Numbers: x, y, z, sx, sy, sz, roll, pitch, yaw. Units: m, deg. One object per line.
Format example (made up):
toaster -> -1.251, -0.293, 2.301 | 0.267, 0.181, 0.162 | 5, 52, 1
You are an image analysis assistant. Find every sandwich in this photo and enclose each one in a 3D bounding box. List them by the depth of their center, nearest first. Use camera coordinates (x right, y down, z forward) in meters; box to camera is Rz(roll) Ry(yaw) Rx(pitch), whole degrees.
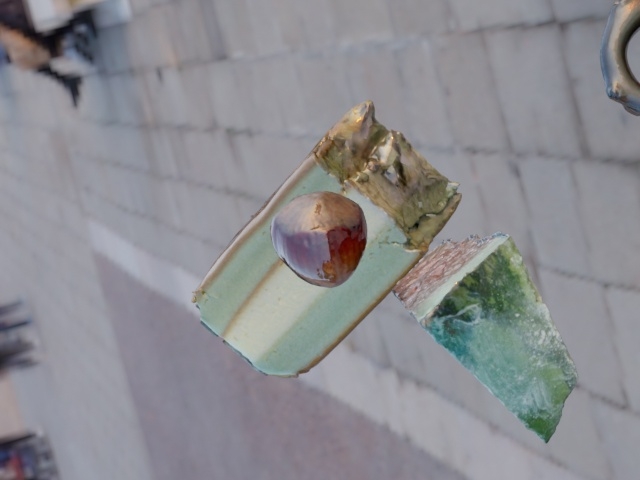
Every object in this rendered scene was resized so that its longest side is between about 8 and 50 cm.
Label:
sandwich -> 0.007, 0.004, 1.671 | 0.155, 0.227, 0.198 | 41, 152, -2

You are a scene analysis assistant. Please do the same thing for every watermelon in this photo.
watermelon -> 0.121, 0.061, 1.333 | 0.154, 0.094, 0.241 | 51, 176, -18

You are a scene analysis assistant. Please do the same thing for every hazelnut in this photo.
hazelnut -> 0.000, 0.000, 1.342 | 0.086, 0.086, 0.086 | 164, 90, -76

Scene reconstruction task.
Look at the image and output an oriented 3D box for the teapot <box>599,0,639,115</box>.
teapot -> 0.321, -0.085, 1.194 | 0.173, 0.269, 0.182 | 104, -173, -76
